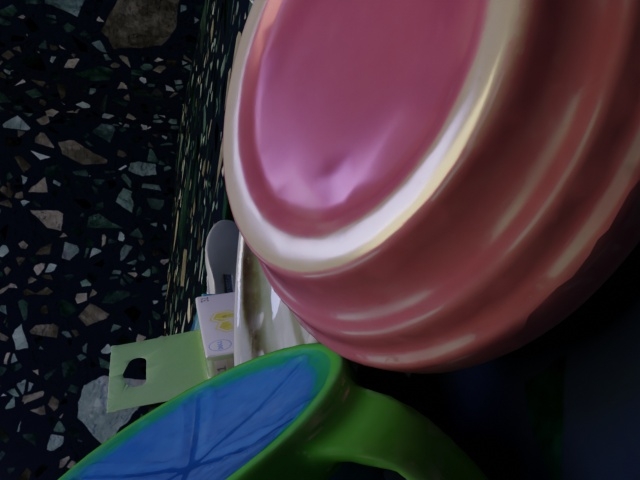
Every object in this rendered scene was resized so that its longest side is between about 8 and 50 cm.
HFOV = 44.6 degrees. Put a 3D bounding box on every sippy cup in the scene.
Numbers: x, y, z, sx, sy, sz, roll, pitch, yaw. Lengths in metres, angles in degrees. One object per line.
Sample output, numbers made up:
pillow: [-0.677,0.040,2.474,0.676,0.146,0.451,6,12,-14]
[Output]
sippy cup: [-0.036,0.217,0.482,0.224,0.240,0.305,63,157,-8]

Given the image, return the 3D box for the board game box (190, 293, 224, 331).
board game box: [-0.158,0.290,1.209,0.254,0.079,0.336,117,150,-54]

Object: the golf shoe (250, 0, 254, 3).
golf shoe: [-0.097,-0.403,1.302,0.069,0.086,0.176,116,154,-48]

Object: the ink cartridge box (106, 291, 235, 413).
ink cartridge box: [-0.141,0.125,0.951,0.171,0.235,0.056,-123,28,-67]

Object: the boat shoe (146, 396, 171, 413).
boat shoe: [-0.187,0.324,0.829,0.127,0.113,0.340,113,172,-67]

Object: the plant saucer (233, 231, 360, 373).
plant saucer: [0.000,0.000,0.734,0.400,0.100,0.400,-174,90,-75]

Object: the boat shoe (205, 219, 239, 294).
boat shoe: [-0.174,0.074,1.401,0.081,0.079,0.227,126,144,-54]

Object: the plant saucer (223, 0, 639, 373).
plant saucer: [0.043,-0.096,0.435,0.332,0.084,0.332,-23,60,48]
